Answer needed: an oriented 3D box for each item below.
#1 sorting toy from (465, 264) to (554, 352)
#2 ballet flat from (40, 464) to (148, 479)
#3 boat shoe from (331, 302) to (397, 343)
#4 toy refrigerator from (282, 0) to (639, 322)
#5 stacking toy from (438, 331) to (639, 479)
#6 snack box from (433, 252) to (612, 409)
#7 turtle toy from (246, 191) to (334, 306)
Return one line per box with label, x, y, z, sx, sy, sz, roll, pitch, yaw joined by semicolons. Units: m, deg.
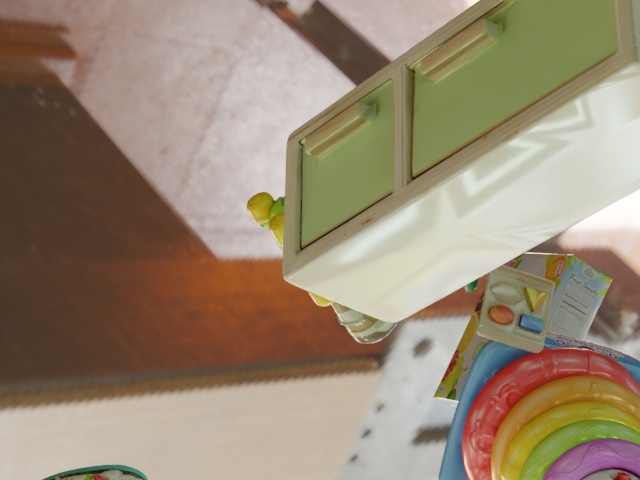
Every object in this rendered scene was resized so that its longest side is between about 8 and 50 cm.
sorting toy;0.145;0.049;1.336;0.083;0.062;0.012;18;162;-11
ballet flat;-0.219;0.226;1.220;0.241;0.077;0.091;-19;137;32
boat shoe;0.070;0.001;1.526;0.072;0.068;0.190;48;57;-29
toy refrigerator;0.091;-0.060;0.900;0.094;0.102;0.269;22;144;-32
stacking toy;0.206;0.192;1.282;0.175;0.302;0.165;15;103;-8
snack box;0.242;0.119;2.025;0.070;0.174;0.207;29;80;-21
turtle toy;0.000;0.000;1.381;0.066;0.130;0.095;-37;121;-9
